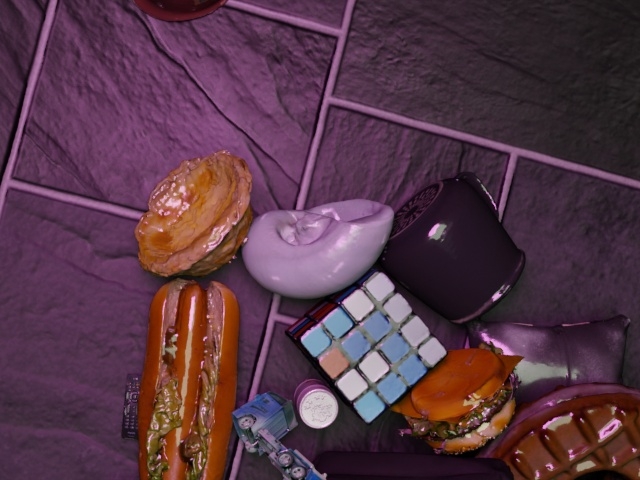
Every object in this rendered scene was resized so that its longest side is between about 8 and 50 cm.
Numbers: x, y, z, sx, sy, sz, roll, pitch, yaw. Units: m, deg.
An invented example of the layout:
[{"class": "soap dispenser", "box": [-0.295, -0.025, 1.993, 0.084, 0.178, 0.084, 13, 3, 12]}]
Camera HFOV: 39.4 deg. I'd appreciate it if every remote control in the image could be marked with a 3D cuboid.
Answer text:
[{"class": "remote control", "box": [-0.264, 0.236, 1.271, 0.034, 0.016, 0.091, 4, 88, 9]}]

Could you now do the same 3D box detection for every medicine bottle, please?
[{"class": "medicine bottle", "box": [-0.007, 0.230, 1.266, 0.057, 0.089, 0.057, 0, 90, -6]}]

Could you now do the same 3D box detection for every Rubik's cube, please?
[{"class": "Rubik's cube", "box": [0.060, 0.143, 1.243, 0.151, 0.155, 0.154, -39, 94, -8]}]

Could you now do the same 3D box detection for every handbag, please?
[{"class": "handbag", "box": [0.114, 0.438, 1.200, 0.342, 0.152, 0.288, -7, 100, 36]}]

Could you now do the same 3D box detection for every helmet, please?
[{"class": "helmet", "box": [-0.197, -0.397, 1.252, 0.175, 0.106, 0.155, -27, 92, -3]}]

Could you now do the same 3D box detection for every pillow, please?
[{"class": "pillow", "box": [0.328, 0.202, 1.299, 0.249, 0.106, 0.186, -1, 95, -5]}]

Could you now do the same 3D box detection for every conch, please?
[{"class": "conch", "box": [0.000, 0.004, 1.227, 0.121, 0.221, 0.185, 62, 38, -37]}]

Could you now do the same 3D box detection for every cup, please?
[{"class": "cup", "box": [0.198, 0.000, 1.271, 0.176, 0.169, 0.223, 44, 54, -8]}]

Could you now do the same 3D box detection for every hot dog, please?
[{"class": "hot dog", "box": [-0.185, 0.222, 1.239, 0.135, 0.100, 0.338, 6, 88, -7]}]

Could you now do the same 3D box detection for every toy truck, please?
[{"class": "toy truck", "box": [-0.041, 0.276, 1.206, 0.081, 0.175, 0.067, -35, 136, -25]}]

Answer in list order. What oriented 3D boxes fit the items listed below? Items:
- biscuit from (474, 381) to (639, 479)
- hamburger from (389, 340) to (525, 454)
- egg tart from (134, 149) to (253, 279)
[{"class": "biscuit", "box": [0.369, 0.342, 1.247, 0.331, 0.103, 0.332, -3, 116, -7]}, {"class": "hamburger", "box": [0.195, 0.214, 1.198, 0.189, 0.164, 0.093, -37, 111, -22]}, {"class": "egg tart", "box": [-0.161, -0.028, 1.214, 0.090, 0.212, 0.213, 38, 84, -36]}]
